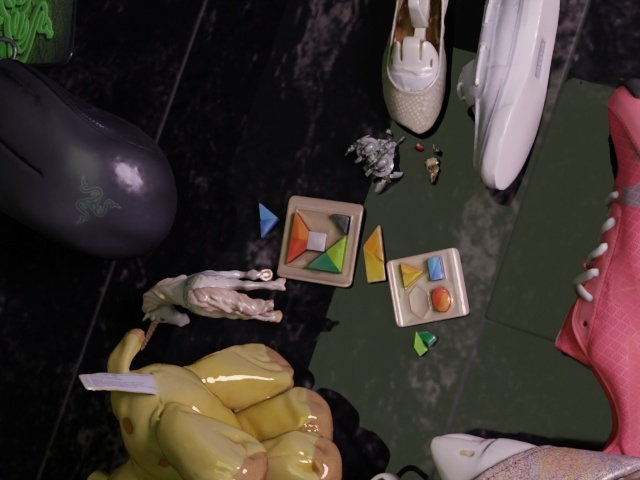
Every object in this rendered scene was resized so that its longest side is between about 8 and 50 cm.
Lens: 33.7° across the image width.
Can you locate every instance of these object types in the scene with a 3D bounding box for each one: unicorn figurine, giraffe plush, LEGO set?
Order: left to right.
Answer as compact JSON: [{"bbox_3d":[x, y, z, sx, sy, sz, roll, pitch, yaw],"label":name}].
[{"bbox_3d":[-0.107,0.189,0.835,0.210,0.181,0.170,14,114,-18],"label":"giraffe plush"},{"bbox_3d":[-0.091,0.048,0.881,0.111,0.162,0.060,0,75,-12],"label":"unicorn figurine"},{"bbox_3d":[0.059,-0.071,0.891,0.083,0.023,0.054,-9,79,14],"label":"LEGO set"}]

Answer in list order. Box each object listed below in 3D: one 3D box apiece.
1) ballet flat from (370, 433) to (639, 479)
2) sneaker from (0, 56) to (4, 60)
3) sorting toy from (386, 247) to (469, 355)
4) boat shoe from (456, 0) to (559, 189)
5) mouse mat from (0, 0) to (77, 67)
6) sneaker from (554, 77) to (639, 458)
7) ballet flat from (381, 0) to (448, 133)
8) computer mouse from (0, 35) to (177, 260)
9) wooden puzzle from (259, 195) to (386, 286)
[{"bbox_3d":[0.087,0.208,0.782,0.316,0.107,0.106,-35,62,19],"label":"ballet flat"},{"bbox_3d":[-0.276,-0.090,0.967,0.083,0.071,0.191,-41,73,12],"label":"sneaker"},{"bbox_3d":[0.090,0.051,0.870,0.062,0.012,0.083,-11,79,13],"label":"sorting toy"},{"bbox_3d":[0.144,-0.133,0.858,0.063,0.066,0.184,9,87,31],"label":"boat shoe"},{"bbox_3d":[-0.304,-0.259,1.031,0.152,0.007,0.190,0,83,16],"label":"mouse mat"},{"bbox_3d":[0.233,0.034,0.780,0.136,0.116,0.314,-12,79,15],"label":"sneaker"},{"bbox_3d":[0.078,-0.175,0.886,0.057,0.052,0.168,2,83,16],"label":"ballet flat"},{"bbox_3d":[-0.249,-0.069,0.891,0.272,0.072,0.188,27,103,15],"label":"computer mouse"},{"bbox_3d":[0.000,0.000,0.902,0.116,0.014,0.079,1,82,16],"label":"wooden puzzle"}]
